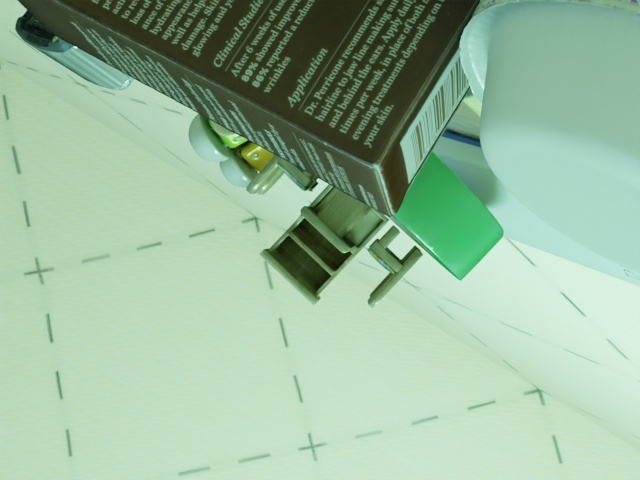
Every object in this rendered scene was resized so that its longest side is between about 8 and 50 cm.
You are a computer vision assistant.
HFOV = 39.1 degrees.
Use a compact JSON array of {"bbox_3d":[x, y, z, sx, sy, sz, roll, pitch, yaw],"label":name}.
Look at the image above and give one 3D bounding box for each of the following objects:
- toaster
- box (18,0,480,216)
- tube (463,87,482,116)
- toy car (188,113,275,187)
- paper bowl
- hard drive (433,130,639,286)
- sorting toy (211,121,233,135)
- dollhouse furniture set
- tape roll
[{"bbox_3d":[-0.365,-0.321,1.398,0.227,0.129,0.146,23,170,44],"label":"toaster"},{"bbox_3d":[-0.060,-0.196,0.735,0.381,0.191,0.143,31,172,15],"label":"box"},{"bbox_3d":[0.222,-0.078,0.811,0.240,0.062,0.070,39,-157,-22],"label":"tube"},{"bbox_3d":[-0.099,-0.177,1.302,0.182,0.159,0.136,41,-155,-52],"label":"toy car"},{"bbox_3d":[0.218,-0.074,0.576,0.284,0.148,0.284,33,173,5],"label":"paper bowl"},{"bbox_3d":[0.282,-0.026,1.018,0.319,0.040,0.210,24,169,44],"label":"hard drive"},{"bbox_3d":[-0.115,-0.225,1.038,0.208,0.038,0.193,177,75,-74],"label":"sorting toy"},{"bbox_3d":[0.000,0.000,1.181,0.212,0.161,0.242,43,-175,3],"label":"dollhouse furniture set"},{"bbox_3d":[0.069,-0.089,1.039,0.321,0.077,0.321,42,-178,-2],"label":"tape roll"}]
